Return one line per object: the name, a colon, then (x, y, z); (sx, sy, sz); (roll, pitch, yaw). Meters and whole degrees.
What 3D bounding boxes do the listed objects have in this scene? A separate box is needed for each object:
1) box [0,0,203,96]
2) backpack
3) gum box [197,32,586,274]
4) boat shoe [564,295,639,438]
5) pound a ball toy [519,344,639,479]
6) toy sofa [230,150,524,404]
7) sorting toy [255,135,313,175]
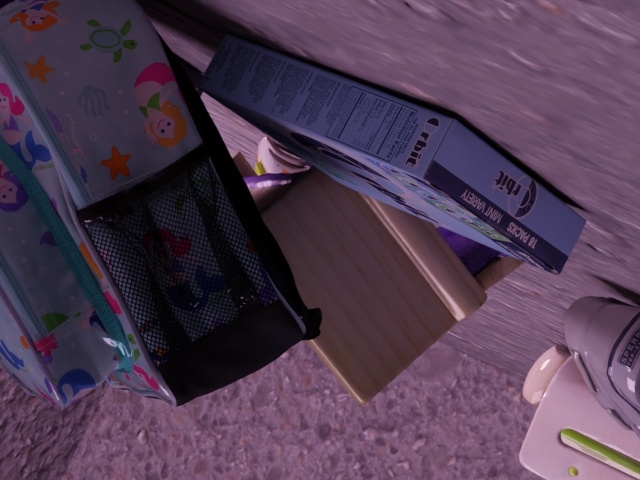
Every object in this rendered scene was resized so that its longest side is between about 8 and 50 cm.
box: (-0.218, -0.091, 1.311); (0.103, 0.184, 0.261); (25, 177, 36)
backpack: (-0.140, -0.027, 1.145); (0.253, 0.191, 0.225); (70, 163, -8)
gum box: (0.042, -0.051, 1.120); (0.184, 0.041, 0.157); (25, 176, 41)
boat shoe: (0.260, 0.112, 1.501); (0.088, 0.096, 0.267); (29, 178, 34)
pound a ball toy: (0.369, 0.212, 2.157); (0.319, 0.135, 0.208); (26, -158, 14)
toy sofa: (0.000, 0.000, 1.425); (0.150, 0.177, 0.362); (52, 168, -10)
sorting toy: (-0.025, -0.060, 1.611); (0.083, 0.045, 0.075); (26, 157, 12)
